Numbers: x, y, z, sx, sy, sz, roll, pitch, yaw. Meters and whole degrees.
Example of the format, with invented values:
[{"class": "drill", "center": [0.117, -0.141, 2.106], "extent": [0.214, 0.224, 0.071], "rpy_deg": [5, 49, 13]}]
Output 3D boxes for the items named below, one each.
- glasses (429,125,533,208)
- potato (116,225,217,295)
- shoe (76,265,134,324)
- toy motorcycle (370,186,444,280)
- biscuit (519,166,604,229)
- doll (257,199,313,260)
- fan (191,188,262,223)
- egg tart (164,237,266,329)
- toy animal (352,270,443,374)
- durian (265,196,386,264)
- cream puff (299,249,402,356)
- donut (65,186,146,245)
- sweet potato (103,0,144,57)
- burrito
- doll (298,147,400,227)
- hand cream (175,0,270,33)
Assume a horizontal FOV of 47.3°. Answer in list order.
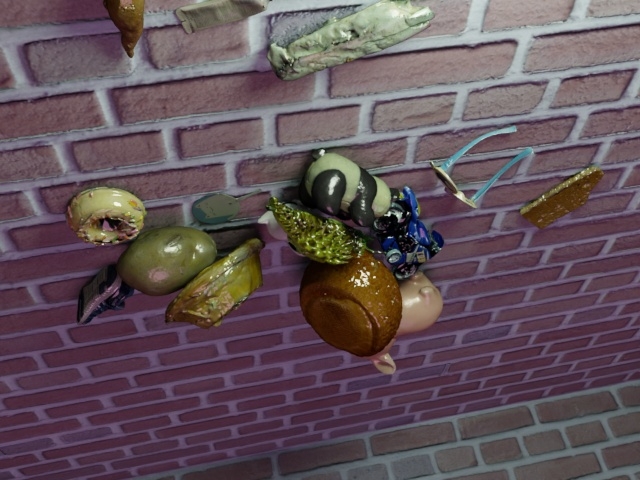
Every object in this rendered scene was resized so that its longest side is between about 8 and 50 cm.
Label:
[{"class": "glasses", "center": [0.391, -0.165, 1.725], "extent": [0.220, 0.088, 0.189], "rpy_deg": [-29, 144, 22]}, {"class": "potato", "center": [-0.355, 0.046, 1.708], "extent": [0.235, 0.160, 0.178], "rpy_deg": [-19, -170, -17]}, {"class": "shoe", "center": [-0.543, 0.150, 1.845], "extent": [0.207, 0.092, 0.106], "rpy_deg": [-37, 135, 25]}, {"class": "toy motorcycle", "center": [0.226, -0.012, 1.880], "extent": [0.168, 0.113, 0.315], "rpy_deg": [-27, 138, 1]}, {"class": "biscuit", "center": [0.658, -0.115, 1.956], "extent": [0.236, 0.026, 0.131], "rpy_deg": [-36, 143, 28]}, {"class": "doll", "center": [-0.056, -0.031, 1.747], "extent": [0.110, 0.107, 0.180], "rpy_deg": [-9, 147, 33]}, {"class": "fan", "center": [-0.215, -0.085, 1.695], "extent": [0.175, 0.005, 0.113], "rpy_deg": [-21, 146, 11]}, {"class": "egg tart", "center": [-0.233, 0.117, 1.762], "extent": [0.315, 0.120, 0.315], "rpy_deg": [-40, 180, 0]}, {"class": "toy animal", "center": [0.195, 0.221, 2.139], "extent": [0.326, 0.237, 0.269], "rpy_deg": [-11, 135, -8]}, {"class": "durian", "center": [0.005, -0.006, 1.643], "extent": [0.132, 0.107, 0.375], "rpy_deg": [15, 174, 46]}, {"class": "cream puff", "center": [0.089, 0.146, 1.926], "extent": [0.212, 0.303, 0.303], "rpy_deg": [-48, 167, -37]}, {"class": "donut", "center": [-0.469, -0.047, 1.601], "extent": [0.174, 0.068, 0.175], "rpy_deg": [-10, 146, -7]}, {"class": "sweet potato", "center": [-0.314, -0.370, 1.181], "extent": [0.068, 0.068, 0.226], "rpy_deg": [-6, 147, -12]}, {"class": "burrito", "center": [0.054, -0.365, 1.322], "extent": [0.309, 0.066, 0.096], "rpy_deg": [-18, 152, 8]}, {"class": "doll", "center": [0.062, -0.108, 1.638], "extent": [0.234, 0.143, 0.135], "rpy_deg": [23, 92, -30]}, {"class": "hand cream", "center": [-0.161, -0.392, 1.241], "extent": [0.165, 0.037, 0.057], "rpy_deg": [-11, 148, 10]}]
